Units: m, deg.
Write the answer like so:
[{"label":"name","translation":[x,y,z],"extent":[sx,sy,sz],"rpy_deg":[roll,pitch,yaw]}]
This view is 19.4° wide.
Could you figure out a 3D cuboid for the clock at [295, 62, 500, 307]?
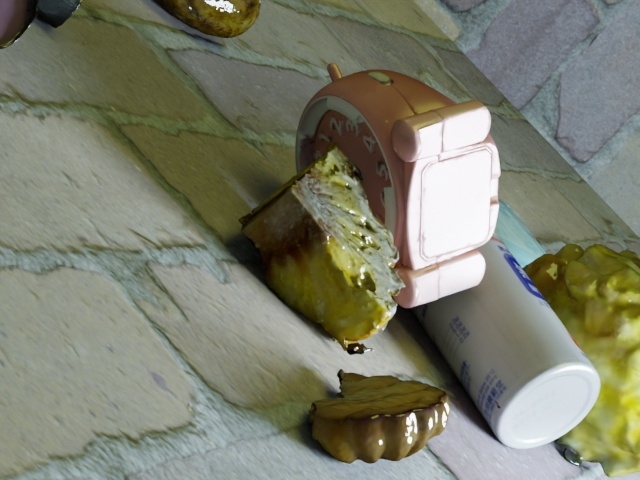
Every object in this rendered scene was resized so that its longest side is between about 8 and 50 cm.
[{"label":"clock","translation":[0.075,-0.076,2.012],"extent":[0.142,0.227,0.241],"rpy_deg":[-18,31,-32]}]

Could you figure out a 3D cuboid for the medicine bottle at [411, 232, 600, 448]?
[{"label":"medicine bottle","translation":[0.170,0.067,2.073],"extent":[0.130,0.130,0.341],"rpy_deg":[28,22,-46]}]

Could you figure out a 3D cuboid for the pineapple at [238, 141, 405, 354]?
[{"label":"pineapple","translation":[0.000,0.000,1.852],"extent":[0.186,0.114,0.236],"rpy_deg":[31,23,-41]}]

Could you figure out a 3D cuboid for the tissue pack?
[{"label":"tissue pack","translation":[0.195,-0.005,2.410],"extent":[0.263,0.089,0.177],"rpy_deg":[26,25,-55]}]

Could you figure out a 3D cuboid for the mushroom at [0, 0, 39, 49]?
[{"label":"mushroom","translation":[-0.336,-0.239,1.615],"extent":[0.188,0.141,0.117],"rpy_deg":[49,-21,-19]}]

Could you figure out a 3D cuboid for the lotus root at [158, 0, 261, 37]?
[{"label":"lotus root","translation":[-0.157,-0.311,2.317],"extent":[0.191,0.094,0.108],"rpy_deg":[14,9,-46]}]

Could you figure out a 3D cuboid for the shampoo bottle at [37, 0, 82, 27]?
[{"label":"shampoo bottle","translation":[-0.329,-0.298,1.876],"extent":[0.208,0.063,0.057],"rpy_deg":[37,8,-23]}]

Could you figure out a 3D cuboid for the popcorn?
[{"label":"popcorn","translation":[0.334,0.140,2.163],"extent":[0.286,0.215,0.252],"rpy_deg":[57,-12,35]}]

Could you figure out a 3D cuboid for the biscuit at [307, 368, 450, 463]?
[{"label":"biscuit","translation":[0.054,0.160,1.645],"extent":[0.118,0.061,0.183],"rpy_deg":[5,8,15]}]
